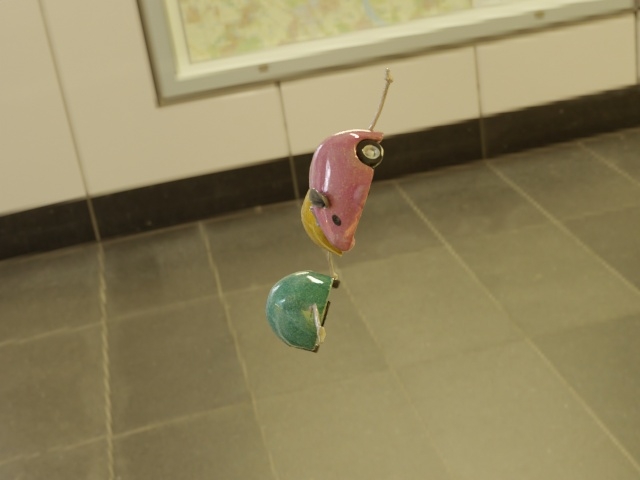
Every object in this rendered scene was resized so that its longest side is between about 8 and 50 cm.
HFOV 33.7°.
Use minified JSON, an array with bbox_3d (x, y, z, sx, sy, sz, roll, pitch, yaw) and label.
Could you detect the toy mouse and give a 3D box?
[{"bbox_3d":[0.000,0.000,0.506,0.031,0.161,0.143,18,38,1],"label":"toy mouse"}]
